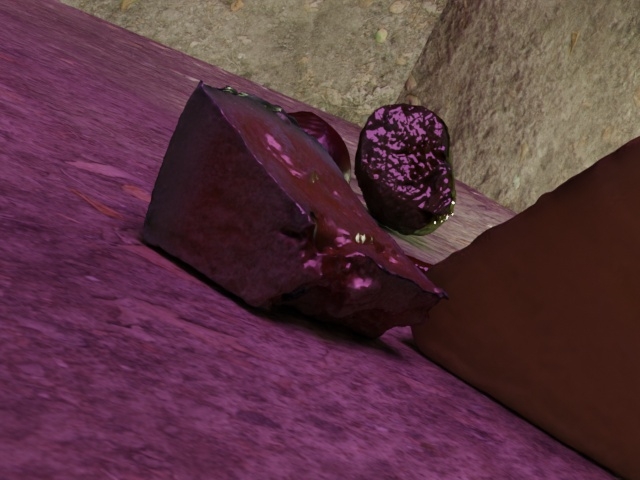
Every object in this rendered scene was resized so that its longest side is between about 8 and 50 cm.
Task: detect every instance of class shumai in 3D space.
[{"bbox_3d":[0.152,-0.113,2.177,0.189,0.256,0.218,2,-20,-2],"label":"shumai"}]

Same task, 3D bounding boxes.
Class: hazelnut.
[{"bbox_3d":[-0.043,-0.092,1.656,0.170,0.160,0.201,16,47,3],"label":"hazelnut"}]

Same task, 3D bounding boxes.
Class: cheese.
[{"bbox_3d":[0.318,0.110,1.250,0.384,0.384,0.104,31,16,22],"label":"cheese"}]

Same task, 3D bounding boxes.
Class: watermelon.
[{"bbox_3d":[-0.045,-0.008,1.244,0.264,0.151,0.302,19,30,-55],"label":"watermelon"}]

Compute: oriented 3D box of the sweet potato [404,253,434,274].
[{"bbox_3d":[0.137,0.052,1.612,0.264,0.057,0.057,28,9,12],"label":"sweet potato"}]
